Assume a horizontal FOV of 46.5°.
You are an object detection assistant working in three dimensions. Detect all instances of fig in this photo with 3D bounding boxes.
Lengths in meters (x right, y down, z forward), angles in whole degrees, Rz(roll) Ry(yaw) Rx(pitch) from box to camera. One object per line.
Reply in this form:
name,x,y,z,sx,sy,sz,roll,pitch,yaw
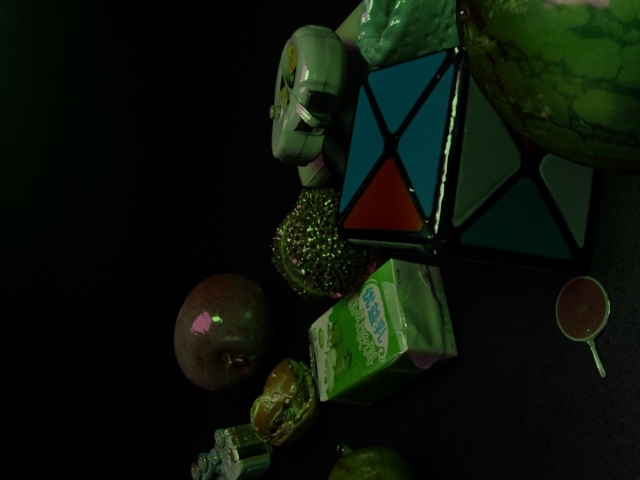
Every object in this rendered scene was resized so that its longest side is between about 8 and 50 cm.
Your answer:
fig,0.076,0.393,1.181,0.259,0.151,0.151,125,150,-80

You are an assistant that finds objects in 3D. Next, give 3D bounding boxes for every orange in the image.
orange,-0.058,0.318,1.445,0.170,0.112,0.160,-35,35,22

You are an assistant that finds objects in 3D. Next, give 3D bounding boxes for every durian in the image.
durian,0.000,0.000,1.232,0.196,0.167,0.196,8,100,50

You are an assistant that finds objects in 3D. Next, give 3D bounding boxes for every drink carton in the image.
drink carton,0.093,0.164,1.220,0.271,0.108,0.161,-45,44,47

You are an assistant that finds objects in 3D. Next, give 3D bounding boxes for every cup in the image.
cup,0.100,-0.141,1.204,0.239,0.166,0.177,71,174,-46

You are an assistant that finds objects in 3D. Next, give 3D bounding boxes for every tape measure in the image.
tape measure,-0.020,-0.272,1.305,0.197,0.120,0.236,145,130,-68

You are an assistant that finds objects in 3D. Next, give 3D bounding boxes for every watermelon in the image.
watermelon,0.314,-0.230,0.706,0.363,0.363,0.363,-28,57,56

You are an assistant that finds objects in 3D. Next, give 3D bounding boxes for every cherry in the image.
cherry,-0.211,0.192,1.664,0.307,0.221,0.261,-94,28,-61

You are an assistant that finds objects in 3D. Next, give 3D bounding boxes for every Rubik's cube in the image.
Rubik's cube,0.191,-0.094,0.980,0.246,0.250,0.248,7,90,62

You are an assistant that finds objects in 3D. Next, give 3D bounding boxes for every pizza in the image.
pizza,0.090,0.039,1.312,0.194,0.069,0.154,9,89,55

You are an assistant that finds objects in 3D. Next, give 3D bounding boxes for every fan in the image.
fan,0.328,0.105,0.916,0.085,0.005,0.133,-44,44,46

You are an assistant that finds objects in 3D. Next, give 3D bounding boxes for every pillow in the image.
pillow,0.043,-0.276,1.441,0.322,0.119,0.255,-39,51,46

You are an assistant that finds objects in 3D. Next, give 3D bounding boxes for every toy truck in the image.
toy truck,-0.193,0.514,1.642,0.257,0.108,0.140,-56,49,40

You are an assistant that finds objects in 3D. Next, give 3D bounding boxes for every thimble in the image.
thimble,0.159,-0.384,1.210,0.235,0.143,0.198,117,154,-42
